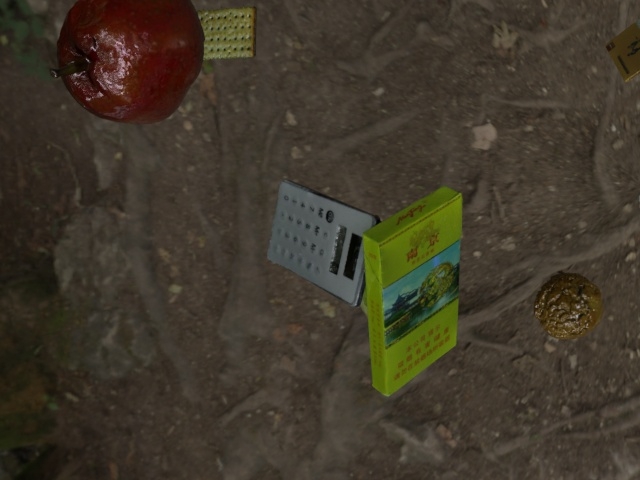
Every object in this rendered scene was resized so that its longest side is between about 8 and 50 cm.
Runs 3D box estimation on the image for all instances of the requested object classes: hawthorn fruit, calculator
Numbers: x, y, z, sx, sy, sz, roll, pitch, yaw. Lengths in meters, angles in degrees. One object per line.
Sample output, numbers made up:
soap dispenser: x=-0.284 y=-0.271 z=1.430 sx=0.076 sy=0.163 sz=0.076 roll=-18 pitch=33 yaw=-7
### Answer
hawthorn fruit: x=-0.295 y=-0.275 z=0.998 sx=0.230 sy=0.266 sz=0.210 roll=-33 pitch=102 yaw=31
calculator: x=0.000 y=0.000 z=1.157 sx=0.262 sy=0.021 sz=0.161 roll=25 pitch=108 yaw=47

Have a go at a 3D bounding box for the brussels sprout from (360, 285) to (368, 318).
brussels sprout: x=0.178 y=0.142 z=1.883 sx=0.144 sy=0.161 sz=0.180 roll=10 pitch=73 yaw=17

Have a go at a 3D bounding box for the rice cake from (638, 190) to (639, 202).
rice cake: x=0.475 y=-0.008 z=0.823 sx=0.211 sy=0.124 sz=0.038 roll=50 pitch=149 yaw=-4

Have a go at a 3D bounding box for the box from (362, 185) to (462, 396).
box: x=0.157 y=0.091 z=1.115 sx=0.047 sy=0.187 sz=0.335 roll=32 pitch=140 yaw=42

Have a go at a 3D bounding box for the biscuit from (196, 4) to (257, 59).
biscuit: x=-0.269 y=-0.549 z=1.776 sx=0.231 sy=0.016 sz=0.139 roll=4 pitch=95 yaw=26

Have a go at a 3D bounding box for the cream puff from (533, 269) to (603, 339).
cream puff: x=0.494 y=0.129 z=1.340 sx=0.126 sy=0.103 sz=0.144 roll=22 pitch=76 yaw=35

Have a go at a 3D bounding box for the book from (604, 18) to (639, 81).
book: x=0.780 y=-0.477 z=1.600 sx=0.172 sy=0.012 sz=0.118 roll=-39 pitch=58 yaw=41
